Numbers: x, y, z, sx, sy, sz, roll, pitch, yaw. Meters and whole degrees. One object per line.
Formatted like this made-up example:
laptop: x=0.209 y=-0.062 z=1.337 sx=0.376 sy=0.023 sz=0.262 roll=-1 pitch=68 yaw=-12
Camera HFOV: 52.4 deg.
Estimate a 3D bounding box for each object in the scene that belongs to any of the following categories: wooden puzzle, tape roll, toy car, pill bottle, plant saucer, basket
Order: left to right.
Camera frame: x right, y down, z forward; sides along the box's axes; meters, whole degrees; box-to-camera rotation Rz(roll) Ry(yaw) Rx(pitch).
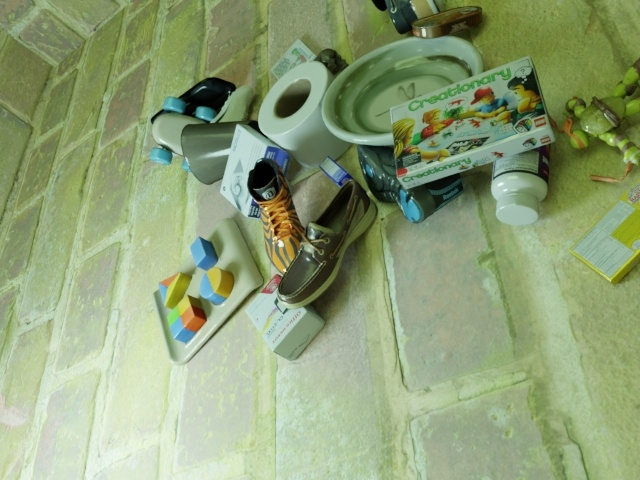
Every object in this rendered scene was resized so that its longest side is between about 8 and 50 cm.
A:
toy car: x=-0.480 y=-0.345 z=2.248 sx=0.238 sy=0.210 sz=0.219 roll=170 pitch=114 yaw=-73
wooden puzzle: x=-0.343 y=0.127 z=1.829 sx=0.348 sy=0.080 sz=0.322 roll=-44 pitch=41 yaw=11
basket: x=-0.284 y=-0.283 z=2.000 sx=0.226 sy=0.204 sz=0.154 roll=-7 pitch=31 yaw=29
tape roll: x=-0.026 y=-0.344 z=1.789 sx=0.246 sy=0.169 sz=0.246 roll=-23 pitch=49 yaw=30
plant saucer: x=0.203 y=-0.345 z=1.580 sx=0.400 sy=0.101 sz=0.401 roll=-15 pitch=43 yaw=15
pill bottle: x=0.397 y=-0.132 z=1.289 sx=0.108 sy=0.108 sz=0.194 roll=-9 pitch=57 yaw=39

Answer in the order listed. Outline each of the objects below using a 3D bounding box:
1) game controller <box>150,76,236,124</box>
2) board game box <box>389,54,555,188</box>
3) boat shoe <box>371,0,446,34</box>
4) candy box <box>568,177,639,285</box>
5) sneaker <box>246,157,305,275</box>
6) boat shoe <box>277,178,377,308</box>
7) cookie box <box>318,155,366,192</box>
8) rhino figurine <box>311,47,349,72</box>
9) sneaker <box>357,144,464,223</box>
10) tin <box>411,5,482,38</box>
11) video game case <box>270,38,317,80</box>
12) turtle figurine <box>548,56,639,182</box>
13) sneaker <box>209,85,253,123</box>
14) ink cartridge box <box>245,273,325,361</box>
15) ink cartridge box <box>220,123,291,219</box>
game controller: x=-0.447 y=-0.473 z=2.285 sx=0.319 sy=0.166 sz=0.067 roll=-28 pitch=67 yaw=27
board game box: x=0.294 y=-0.235 z=1.308 sx=0.305 sy=0.053 sz=0.193 roll=-17 pitch=55 yaw=23
boat shoe: x=0.195 y=-0.758 z=1.862 sx=0.156 sy=0.187 sz=0.500 roll=-32 pitch=50 yaw=15
candy box: x=0.546 y=-0.026 z=1.136 sx=0.206 sy=0.027 sz=0.105 roll=-47 pitch=38 yaw=7
sneaker: x=-0.115 y=-0.063 z=1.619 sx=0.124 sy=0.180 sz=0.321 roll=-23 pitch=66 yaw=2
boat shoe: x=0.000 y=0.000 z=1.514 sx=0.123 sy=0.123 sz=0.342 roll=25 pitch=69 yaw=42
cookie box: x=0.055 y=-0.155 z=1.641 sx=0.040 sy=0.092 sz=0.107 roll=-46 pitch=40 yaw=4
rhino figurine: x=-0.029 y=-0.482 z=1.962 sx=0.243 sy=0.073 sz=0.106 roll=-39 pitch=47 yaw=19
sneaker: x=0.197 y=-0.151 z=1.512 sx=0.139 sy=0.125 sz=0.341 roll=-27 pitch=37 yaw=-11
tin: x=0.319 y=-0.549 z=1.637 sx=0.189 sy=0.040 sz=0.106 roll=-21 pitch=36 yaw=-15
video game case: x=-0.090 y=-0.578 z=2.126 sx=0.143 sy=0.019 sz=0.157 roll=-45 pitch=42 yaw=11
turtle figurine: x=0.548 y=-0.251 z=1.244 sx=0.217 sy=0.087 sz=0.270 roll=-41 pitch=42 yaw=14
sneaker: x=-0.278 y=-0.406 z=2.150 sx=0.094 sy=0.090 sz=0.235 roll=25 pitch=77 yaw=26
ink cartridge box: x=-0.087 y=0.182 z=1.555 sx=0.127 sy=0.072 sz=0.175 roll=-50 pitch=40 yaw=3
ink cartridge box: x=-0.189 y=-0.184 z=1.827 sx=0.224 sy=0.045 sz=0.223 roll=38 pitch=119 yaw=40
